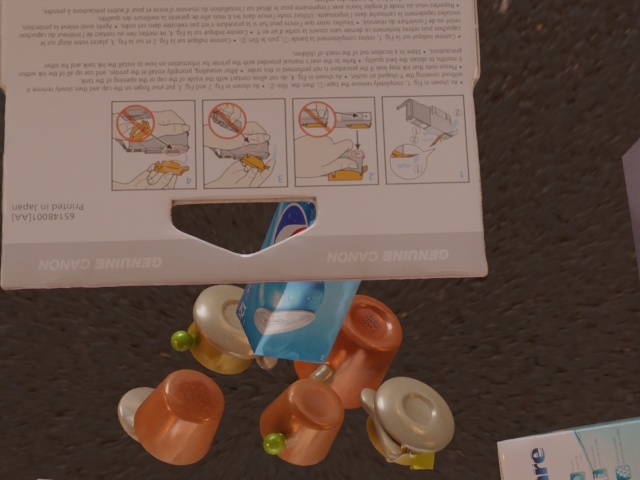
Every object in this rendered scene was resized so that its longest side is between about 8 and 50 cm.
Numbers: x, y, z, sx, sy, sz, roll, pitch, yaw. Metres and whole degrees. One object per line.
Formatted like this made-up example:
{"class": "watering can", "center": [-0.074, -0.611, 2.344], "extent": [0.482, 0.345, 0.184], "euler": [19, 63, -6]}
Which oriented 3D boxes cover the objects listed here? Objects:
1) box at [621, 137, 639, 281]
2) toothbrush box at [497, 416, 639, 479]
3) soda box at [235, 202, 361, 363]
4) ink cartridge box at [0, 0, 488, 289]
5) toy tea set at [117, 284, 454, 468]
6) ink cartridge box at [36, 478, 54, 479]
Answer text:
{"class": "box", "center": [0.440, -0.039, 1.571], "extent": [0.142, 0.163, 0.247], "euler": [20, 43, -17]}
{"class": "toothbrush box", "center": [0.324, 0.217, 1.302], "extent": [0.295, 0.216, 0.126], "euler": [-10, 81, 12]}
{"class": "soda box", "center": [0.000, 0.000, 1.214], "extent": [0.071, 0.067, 0.210], "euler": [9, 118, -26]}
{"class": "ink cartridge box", "center": [-0.050, -0.096, 0.901], "extent": [0.296, 0.066, 0.261], "euler": [-1, 79, -3]}
{"class": "toy tea set", "center": [-0.043, 0.151, 1.389], "extent": [0.336, 0.124, 0.200], "euler": [6, 47, -29]}
{"class": "ink cartridge box", "center": [-0.057, 0.308, 0.592], "extent": [0.091, 0.385, 0.308], "euler": [13, 68, 32]}
